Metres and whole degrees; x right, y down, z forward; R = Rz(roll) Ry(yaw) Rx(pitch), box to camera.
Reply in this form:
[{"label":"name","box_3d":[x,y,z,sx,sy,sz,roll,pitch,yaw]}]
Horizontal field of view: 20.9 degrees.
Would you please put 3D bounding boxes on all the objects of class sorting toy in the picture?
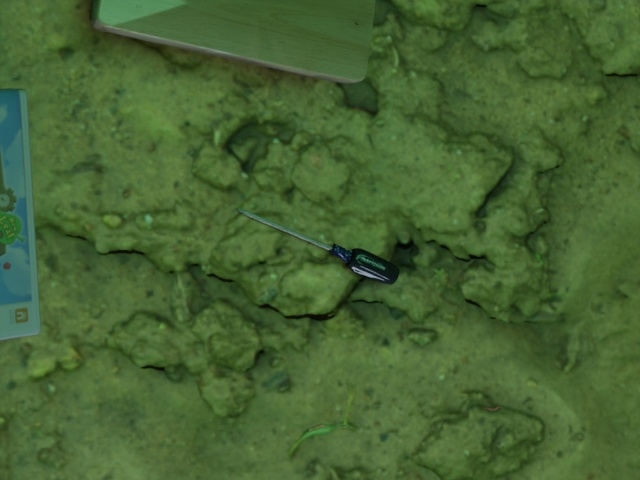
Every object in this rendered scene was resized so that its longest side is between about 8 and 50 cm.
[{"label":"sorting toy","box_3d":[-0.078,-0.284,1.566,0.257,0.089,0.255,10,82,-25]}]

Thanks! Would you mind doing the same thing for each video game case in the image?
[{"label":"video game case","box_3d":[-0.326,-0.014,1.428,0.193,0.023,0.212,-8,99,-35]}]

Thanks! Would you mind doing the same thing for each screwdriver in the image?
[{"label":"screwdriver","box_3d":[0.000,0.000,1.619,0.170,0.024,0.025,28,104,-19]}]
